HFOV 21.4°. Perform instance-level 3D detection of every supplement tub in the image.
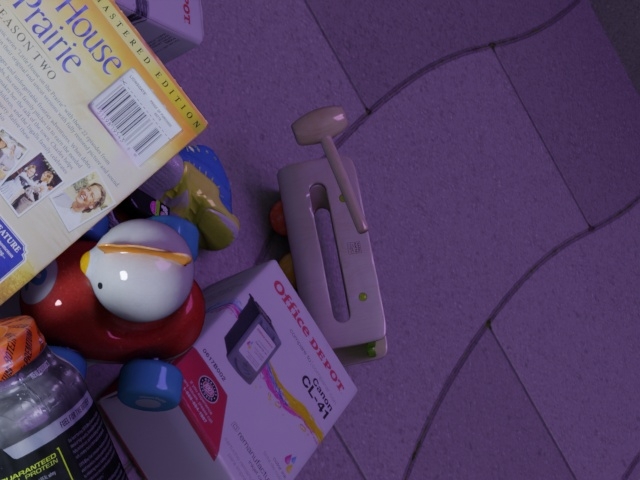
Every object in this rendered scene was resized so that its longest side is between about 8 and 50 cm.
[{"bbox_3d":[-0.299,0.261,1.715,0.207,0.207,0.338,-39,112,-55],"label":"supplement tub"}]

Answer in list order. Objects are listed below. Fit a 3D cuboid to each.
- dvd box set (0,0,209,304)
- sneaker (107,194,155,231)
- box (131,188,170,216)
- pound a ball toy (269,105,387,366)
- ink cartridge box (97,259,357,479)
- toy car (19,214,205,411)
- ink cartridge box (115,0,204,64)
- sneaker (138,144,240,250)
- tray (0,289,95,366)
[{"bbox_3d":[-0.366,-0.105,1.764,0.420,0.062,0.308,-43,111,-11],"label":"dvd box set"},{"bbox_3d":[-0.279,-0.057,2.034,0.225,0.093,0.088,38,31,-9],"label":"sneaker"},{"bbox_3d":[-0.237,-0.026,2.134,0.083,0.052,0.062,33,45,-39],"label":"box"},{"bbox_3d":[0.000,0.000,2.341,0.208,0.135,0.319,79,0,-73],"label":"pound a ball toy"},{"bbox_3d":[-0.109,0.196,2.115,0.226,0.131,0.306,58,36,-13],"label":"ink cartridge box"},{"bbox_3d":[-0.221,0.041,1.852,0.210,0.238,0.219,9,64,-8],"label":"toy car"},{"bbox_3d":[-0.289,-0.360,2.201,0.273,0.114,0.197,21,54,-46],"label":"ink cartridge box"},{"bbox_3d":[-0.195,-0.091,2.216,0.240,0.091,0.126,49,25,-36],"label":"sneaker"},{"bbox_3d":[-0.306,0.085,1.996,0.270,0.030,0.145,-18,85,-56],"label":"tray"}]
